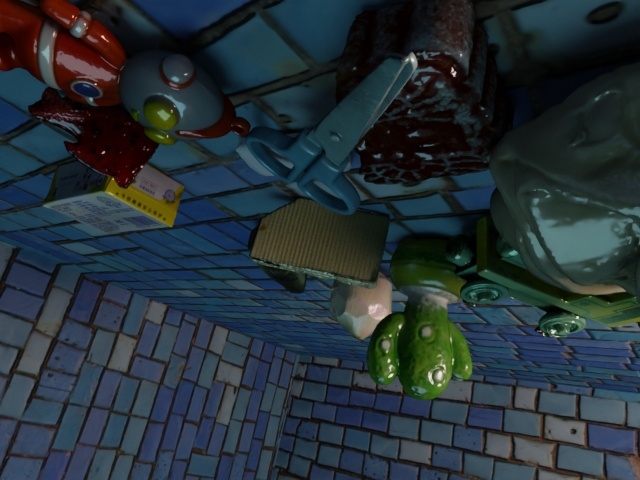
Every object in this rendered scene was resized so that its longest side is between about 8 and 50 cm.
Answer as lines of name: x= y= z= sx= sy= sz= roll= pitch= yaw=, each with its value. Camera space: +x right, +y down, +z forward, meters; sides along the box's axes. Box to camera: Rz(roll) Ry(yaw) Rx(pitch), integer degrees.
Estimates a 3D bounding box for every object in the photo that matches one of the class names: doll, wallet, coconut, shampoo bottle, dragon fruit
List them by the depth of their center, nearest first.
doll: x=-0.253 y=-0.203 z=0.638 sx=0.336 sy=0.105 sz=0.200 roll=19 pitch=159 yaw=-14
wallet: x=-0.044 y=-0.138 z=0.790 sx=0.190 sy=0.033 sz=0.095 roll=0 pitch=155 yaw=29
dragon fruit: x=-0.373 y=-0.167 z=0.802 sx=0.192 sy=0.122 sz=0.092 roll=24 pitch=172 yaw=-33
shampoo bottle: x=-0.095 y=0.060 z=1.275 sx=0.126 sy=0.084 sz=0.350 roll=8 pitch=160 yaw=8
coconut: x=0.103 y=0.166 z=1.290 sx=0.171 sy=0.182 sz=0.171 roll=9 pitch=156 yaw=4

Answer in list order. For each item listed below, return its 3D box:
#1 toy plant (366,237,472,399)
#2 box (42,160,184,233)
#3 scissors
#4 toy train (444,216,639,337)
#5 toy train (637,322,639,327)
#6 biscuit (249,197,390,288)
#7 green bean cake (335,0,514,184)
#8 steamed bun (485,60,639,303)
toy plant: x=0.220 y=0.166 z=1.019 sx=0.224 sy=0.315 sz=0.184 roll=19 pitch=162 yaw=-12
box: x=-0.441 y=-0.096 z=1.048 sx=0.265 sy=0.097 sz=0.168 roll=-5 pitch=153 yaw=39
scissors: x=0.011 y=-0.113 z=0.569 sx=0.193 sy=0.029 sz=0.447 roll=35 pitch=168 yaw=-8
toy train: x=0.412 y=0.057 z=0.888 sx=0.369 sy=0.150 sz=0.237 roll=20 pitch=150 yaw=-20
toy train: x=0.762 y=0.185 z=1.151 sx=0.103 sy=0.044 sz=0.064 roll=22 pitch=168 yaw=-23
biscuit: x=0.000 y=0.000 z=0.958 sx=0.252 sy=0.150 sz=0.052 roll=11 pitch=159 yaw=3
green bean cake: x=0.103 y=-0.154 z=0.565 sx=0.199 sy=0.097 sz=0.233 roll=0 pitch=157 yaw=31
steamed bun: x=0.351 y=-0.029 z=0.502 sx=0.324 sy=0.219 sz=0.310 roll=-15 pitch=155 yaw=19
